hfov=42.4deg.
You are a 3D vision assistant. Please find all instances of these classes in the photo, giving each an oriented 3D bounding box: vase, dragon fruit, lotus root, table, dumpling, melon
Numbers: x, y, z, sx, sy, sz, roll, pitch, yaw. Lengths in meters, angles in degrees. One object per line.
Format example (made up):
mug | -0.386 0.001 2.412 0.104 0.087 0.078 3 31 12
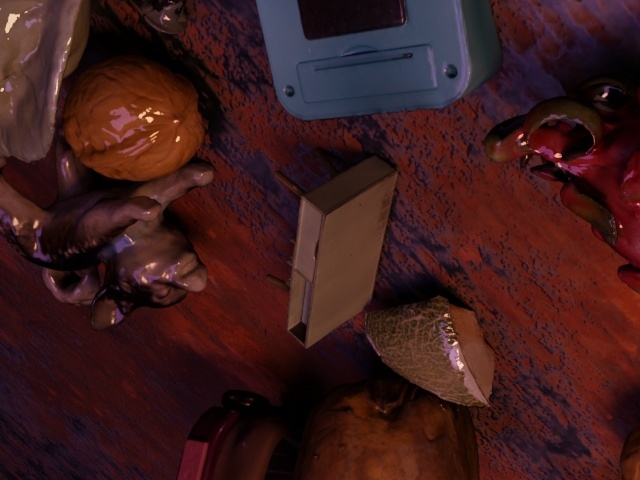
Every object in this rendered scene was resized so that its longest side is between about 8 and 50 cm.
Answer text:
vase | -0.150 -0.304 0.906 0.059 0.059 0.167 38 139 1
dragon fruit | 0.303 -0.063 0.703 0.273 0.218 0.198 43 94 3
lotus root | 0.085 0.274 1.110 0.272 0.192 0.272 0 163 0
table | 0.000 0.000 1.030 0.111 0.121 0.240 40 142 28
dumpling | -0.383 -0.243 0.965 0.211 0.270 0.320 15 164 -12
melon | 0.144 0.114 1.042 0.202 0.093 0.140 29 141 25

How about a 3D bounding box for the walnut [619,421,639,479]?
walnut | 0.430 0.258 0.907 0.197 0.165 0.165 -6 122 36

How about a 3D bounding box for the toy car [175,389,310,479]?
toy car | -0.043 0.384 1.257 0.240 0.271 0.340 0 161 35

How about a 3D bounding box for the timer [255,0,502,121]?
timer | 0.046 -0.254 0.816 0.231 0.091 0.250 2 115 36

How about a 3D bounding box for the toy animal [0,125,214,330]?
toy animal | -0.303 0.009 1.208 0.344 0.194 0.303 20 130 25

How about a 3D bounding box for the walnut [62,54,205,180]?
walnut | -0.233 -0.151 1.027 0.206 0.159 0.159 6 130 44
